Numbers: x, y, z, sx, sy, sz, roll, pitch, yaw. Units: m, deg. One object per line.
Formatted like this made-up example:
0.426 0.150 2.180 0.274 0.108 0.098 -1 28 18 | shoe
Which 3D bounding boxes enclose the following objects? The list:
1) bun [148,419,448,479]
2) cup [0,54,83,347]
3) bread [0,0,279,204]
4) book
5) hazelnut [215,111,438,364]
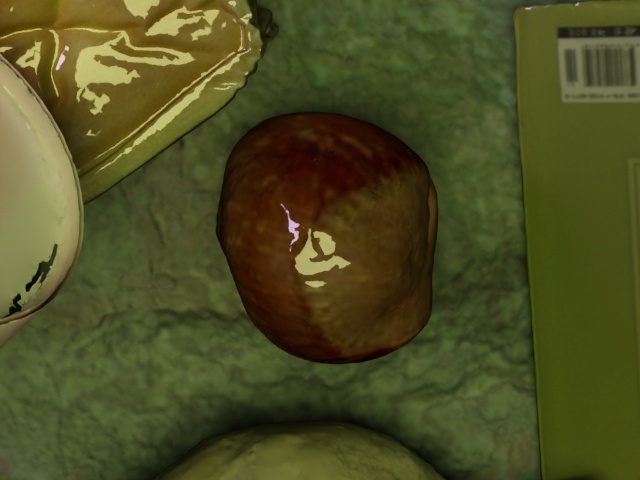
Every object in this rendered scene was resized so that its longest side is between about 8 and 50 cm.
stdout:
-0.025 0.292 1.135 0.360 0.211 0.359 0 105 1 | bun
-0.278 0.019 0.994 0.274 0.253 0.253 -32 103 36 | cup
-0.150 -0.129 1.088 0.210 0.110 0.192 -37 107 9 | bread
0.241 0.021 1.123 0.239 0.035 0.352 1 108 20 | book
0.000 0.000 1.110 0.143 0.143 0.154 -8 120 2 | hazelnut
